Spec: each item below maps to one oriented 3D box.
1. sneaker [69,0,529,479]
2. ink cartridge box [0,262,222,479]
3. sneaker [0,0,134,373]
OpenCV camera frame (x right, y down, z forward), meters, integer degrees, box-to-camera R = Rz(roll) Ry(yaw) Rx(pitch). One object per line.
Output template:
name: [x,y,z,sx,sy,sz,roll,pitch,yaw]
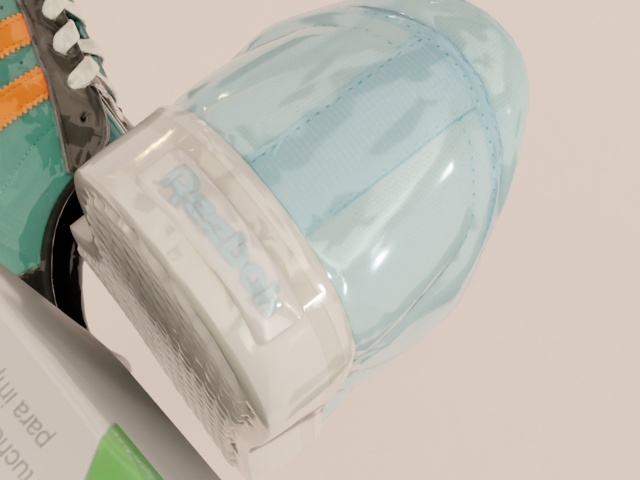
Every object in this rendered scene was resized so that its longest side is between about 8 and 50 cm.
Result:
sneaker: [0.000,0.000,0.619,0.150,0.366,0.135,-34,-88,-10]
ink cartridge box: [-0.134,0.172,0.458,0.289,0.121,0.211,-44,-121,-3]
sneaker: [-0.134,-0.070,0.749,0.121,0.108,0.302,0,-92,8]
